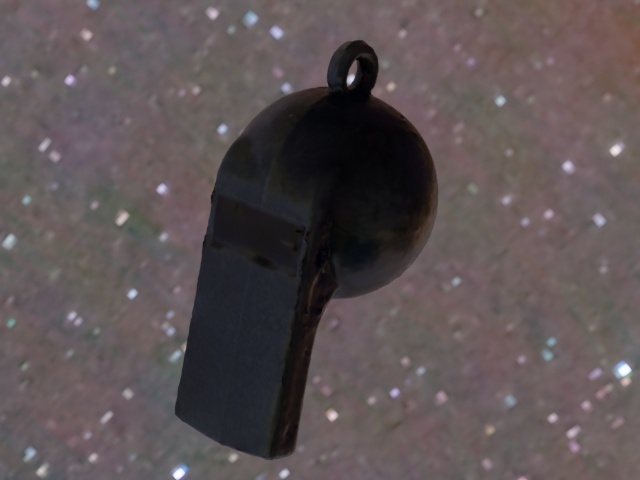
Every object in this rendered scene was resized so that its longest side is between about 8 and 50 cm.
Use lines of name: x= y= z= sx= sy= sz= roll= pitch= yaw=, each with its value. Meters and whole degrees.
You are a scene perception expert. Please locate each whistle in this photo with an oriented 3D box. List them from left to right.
whistle: x=0.000 y=0.000 z=0.710 sx=0.090 sy=0.158 sz=0.090 roll=10 pitch=-166 yaw=-3
